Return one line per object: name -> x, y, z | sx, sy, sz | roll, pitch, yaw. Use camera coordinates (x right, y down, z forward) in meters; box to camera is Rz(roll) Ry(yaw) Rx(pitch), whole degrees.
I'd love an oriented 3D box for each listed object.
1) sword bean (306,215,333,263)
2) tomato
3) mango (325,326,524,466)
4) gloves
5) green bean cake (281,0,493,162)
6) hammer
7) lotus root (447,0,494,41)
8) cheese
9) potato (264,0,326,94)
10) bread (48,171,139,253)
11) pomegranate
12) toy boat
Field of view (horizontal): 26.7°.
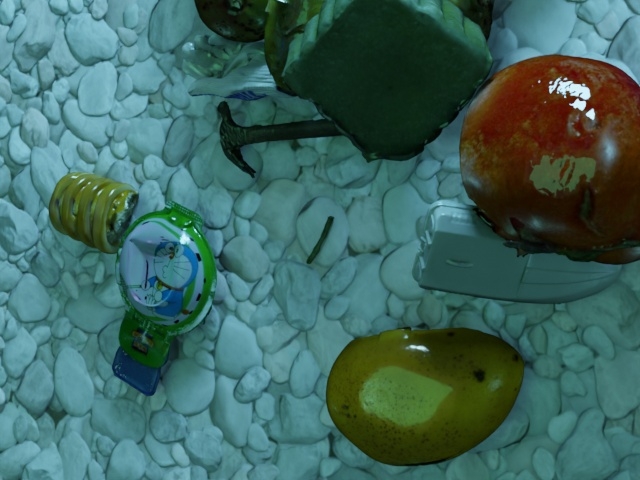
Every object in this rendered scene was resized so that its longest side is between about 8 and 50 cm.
sword bean -> 0.000, 0.000, 2.037 | 0.012, 0.012, 0.083 | 34, 107, 25
tomato -> 0.332, -0.119, 1.679 | 0.309, 0.170, 0.309 | 3, 74, -10
mango -> 0.147, 0.217, 1.882 | 0.290, 0.160, 0.191 | -14, 78, 21
gloves -> -0.120, -0.257, 2.045 | 0.229, 0.097, 0.119 | 18, 61, 30
green bean cake -> 0.088, -0.230, 1.768 | 0.227, 0.125, 0.222 | 36, 115, -14
hammer -> -0.022, -0.166, 2.025 | 0.297, 0.027, 0.125 | -5, 105, 27
lotus root -> 0.119, -0.366, 1.891 | 0.314, 0.142, 0.210 | 29, 144, 22
cheese -> -0.260, 0.093, 2.152 | 0.204, 0.083, 0.320 | 27, 107, 26
potato -> -0.022, -0.310, 1.858 | 0.117, 0.090, 0.225 | 19, 117, 21
bread -> -0.376, -0.048, 2.220 | 0.177, 0.084, 0.119 | 17, 100, 33
pomegranate -> -0.114, -0.383, 1.997 | 0.159, 0.159, 0.205 | -45, 27, 24
toy boat -> 0.259, 0.011, 1.795 | 0.141, 0.269, 0.140 | 180, 90, -73
